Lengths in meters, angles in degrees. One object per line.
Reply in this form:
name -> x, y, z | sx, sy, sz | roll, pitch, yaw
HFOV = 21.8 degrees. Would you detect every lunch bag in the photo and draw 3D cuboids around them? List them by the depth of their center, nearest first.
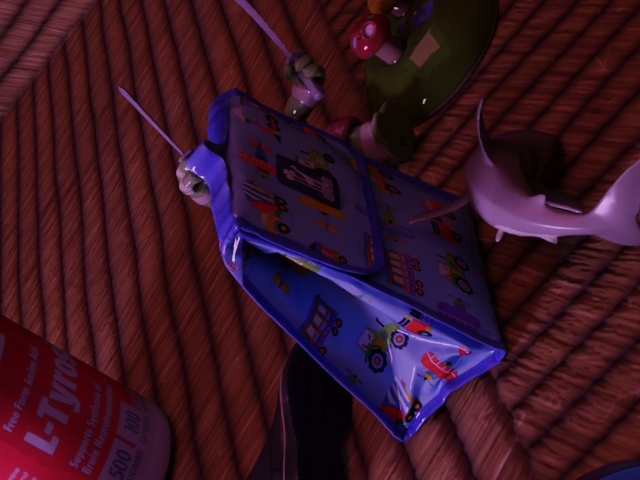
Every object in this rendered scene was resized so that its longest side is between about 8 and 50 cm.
lunch bag -> 0.000, 0.000, 1.443 | 0.138, 0.293, 0.221 | -44, 29, 25

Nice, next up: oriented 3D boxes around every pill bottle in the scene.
pill bottle -> -0.378, 0.185, 1.751 | 0.229, 0.407, 0.229 | -40, 30, 30

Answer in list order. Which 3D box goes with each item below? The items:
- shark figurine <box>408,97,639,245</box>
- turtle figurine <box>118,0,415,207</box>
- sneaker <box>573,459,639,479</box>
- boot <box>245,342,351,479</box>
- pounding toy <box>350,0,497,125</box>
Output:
shark figurine -> 0.164, -0.061, 1.367 | 0.166, 0.116, 0.278 | -15, 19, -10
turtle figurine -> -0.055, -0.118, 1.746 | 0.266, 0.197, 0.275 | 5, 105, 42
sneaker -> 0.115, 0.281, 1.118 | 0.341, 0.125, 0.139 | -48, 4, -4
boot -> -0.042, 0.197, 1.550 | 0.137, 0.077, 0.198 | -43, 27, 36
pounding toy -> 0.103, -0.244, 1.758 | 0.237, 0.110, 0.183 | -50, 27, 13
